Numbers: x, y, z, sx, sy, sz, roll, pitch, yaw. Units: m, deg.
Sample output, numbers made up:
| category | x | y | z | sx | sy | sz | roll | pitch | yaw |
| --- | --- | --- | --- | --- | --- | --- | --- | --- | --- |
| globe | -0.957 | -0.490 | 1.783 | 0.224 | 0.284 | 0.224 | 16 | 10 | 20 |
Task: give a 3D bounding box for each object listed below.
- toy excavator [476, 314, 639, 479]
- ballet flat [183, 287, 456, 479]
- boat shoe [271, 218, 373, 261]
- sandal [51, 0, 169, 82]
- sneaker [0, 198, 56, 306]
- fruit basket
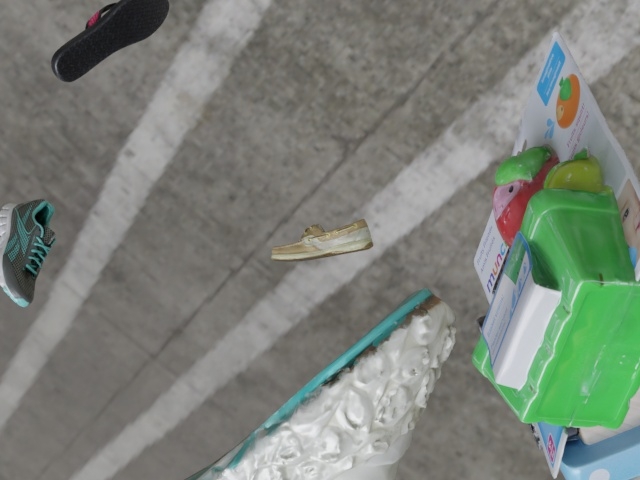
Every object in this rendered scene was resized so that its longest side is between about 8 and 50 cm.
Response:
| category | x | y | z | sx | sy | sz | roll | pitch | yaw |
| --- | --- | --- | --- | --- | --- | --- | --- | --- | --- |
| toy excavator | 0.420 | 0.313 | 1.719 | 0.433 | 0.222 | 0.445 | -109 | -5 | -62 |
| ballet flat | -0.034 | 0.201 | 1.020 | 0.409 | 0.147 | 0.147 | -38 | 104 | 11 |
| boat shoe | 0.000 | 0.000 | 1.703 | 0.135 | 0.045 | 0.050 | -9 | 176 | 1 |
| sandal | -0.273 | -0.269 | 1.656 | 0.040 | 0.179 | 0.067 | 39 | 158 | 40 |
| sneaker | -0.391 | 0.009 | 1.740 | 0.076 | 0.166 | 0.065 | -20 | 146 | 17 |
| fruit basket | 0.229 | 0.008 | 1.335 | 0.165 | 0.353 | 0.327 | 1 | 129 | -17 |
